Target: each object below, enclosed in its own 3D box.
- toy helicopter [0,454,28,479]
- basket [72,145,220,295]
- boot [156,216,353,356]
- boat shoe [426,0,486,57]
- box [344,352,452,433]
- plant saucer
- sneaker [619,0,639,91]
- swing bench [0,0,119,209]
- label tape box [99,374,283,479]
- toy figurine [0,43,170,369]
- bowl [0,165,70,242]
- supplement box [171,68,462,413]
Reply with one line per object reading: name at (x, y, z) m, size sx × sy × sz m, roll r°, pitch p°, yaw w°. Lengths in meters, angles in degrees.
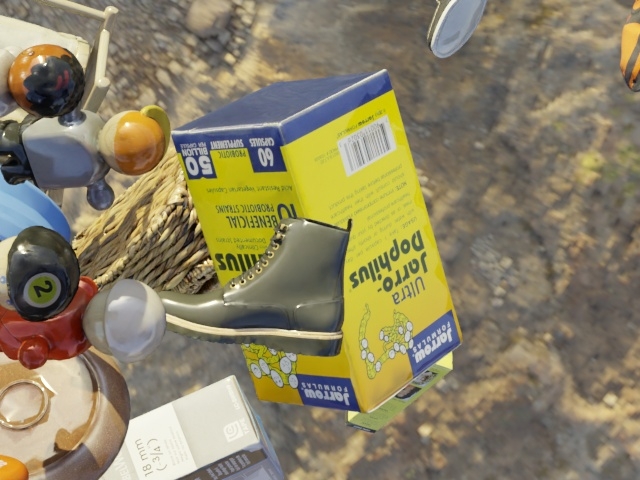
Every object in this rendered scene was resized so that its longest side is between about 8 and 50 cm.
toy helicopter at (-0.083, 0.202, 0.675) m, size 0.235 × 0.355 × 0.140 m, roll 1°, pitch 93°, yaw -29°
basket at (-0.202, 0.039, 1.903) m, size 0.223 × 0.213 × 0.299 m, roll 39°, pitch 120°, yaw -24°
boot at (-0.069, 0.032, 1.306) m, size 0.198 × 0.077 × 0.137 m, roll 8°, pitch 98°, yaw -10°
boat shoe at (0.127, -0.227, 1.207) m, size 0.046 × 0.038 × 0.125 m, roll 14°, pitch 104°, yaw -48°
box at (0.116, 0.206, 2.034) m, size 0.058 × 0.087 × 0.232 m, roll 19°, pitch 139°, yaw -20°
plant saucer at (-0.239, 0.138, 1.077) m, size 0.168 × 0.168 × 0.029 m, roll -19°, pitch 147°, yaw -11°
sneaker at (0.479, -0.221, 1.646) m, size 0.125 × 0.321 × 0.180 m, roll 2°, pitch 132°, yaw -18°
swing bench at (-0.423, -0.198, 1.730) m, size 0.253 × 0.165 × 0.254 m, roll 16°, pitch 133°, yaw -18°
label tape box at (-0.231, 0.315, 1.753) m, size 0.334 × 0.240 × 0.106 m, roll -24°, pitch 68°, yaw -3°
toy figurine at (-0.194, -0.023, 0.912) m, size 0.148 × 0.213 × 0.209 m, roll -2°, pitch 72°, yaw 20°
bowl at (-0.424, -0.010, 1.264) m, size 0.391 × 0.391 × 0.077 m, roll 15°, pitch 68°, yaw -21°
supplement box at (0.000, 0.000, 1.586) m, size 0.195 × 0.194 × 0.356 m, roll -31°, pitch 111°, yaw -40°
